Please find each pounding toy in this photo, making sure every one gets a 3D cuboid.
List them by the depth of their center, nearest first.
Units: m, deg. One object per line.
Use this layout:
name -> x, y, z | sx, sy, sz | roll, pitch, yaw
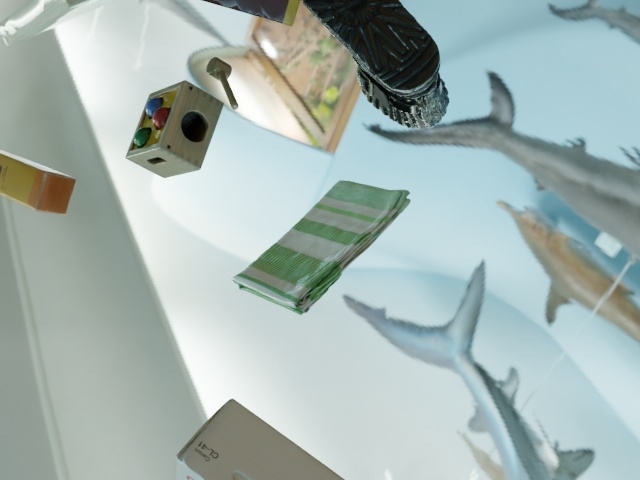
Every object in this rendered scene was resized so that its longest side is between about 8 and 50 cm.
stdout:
pounding toy -> -0.221, -0.223, 1.446 | 0.094, 0.206, 0.181 | 28, 160, -33

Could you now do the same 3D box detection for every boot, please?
boot -> 0.078, -0.341, 1.414 | 0.348, 0.131, 0.260 | 58, -173, 9

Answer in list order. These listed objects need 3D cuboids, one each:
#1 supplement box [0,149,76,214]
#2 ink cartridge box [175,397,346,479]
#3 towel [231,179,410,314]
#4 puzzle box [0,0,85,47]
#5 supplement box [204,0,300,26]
supplement box -> -0.571, -0.118, 1.646 | 0.233, 0.078, 0.080 | 21, -174, 31
ink cartridge box -> -0.097, 0.406, 1.308 | 0.226, 0.306, 0.131 | 33, -127, 14
towel -> 0.000, 0.000, 1.694 | 0.325, 0.038, 0.248 | -45, -149, -20
puzzle box -> -0.441, -0.475, 1.666 | 0.272, 0.052, 0.409 | -35, -160, -29
supplement box -> -0.118, -0.501, 1.509 | 0.194, 0.191, 0.129 | 13, -153, -12
